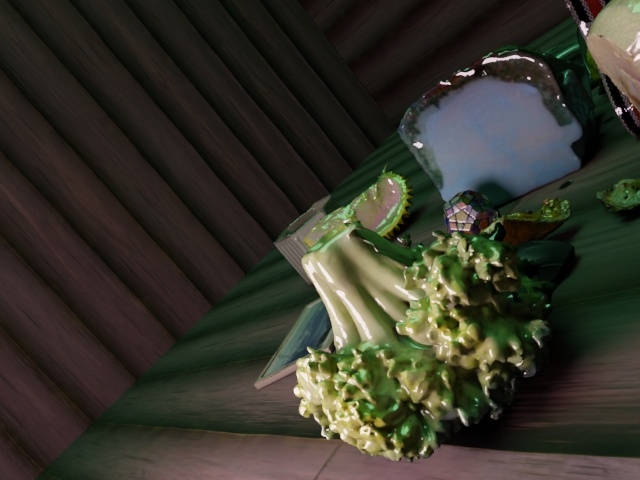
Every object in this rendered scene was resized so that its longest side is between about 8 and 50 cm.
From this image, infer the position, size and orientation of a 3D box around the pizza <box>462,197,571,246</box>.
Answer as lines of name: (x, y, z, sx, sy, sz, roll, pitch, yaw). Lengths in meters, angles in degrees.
pizza: (0.282, 0.012, 0.987, 0.271, 0.134, 0.056, -40, 53, 28)

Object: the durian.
durian: (0.127, -0.058, 1.709, 0.352, 0.169, 0.158, -39, 9, -3)

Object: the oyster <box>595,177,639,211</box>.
oyster: (0.464, -0.069, 0.902, 0.086, 0.029, 0.132, -28, 10, 26)

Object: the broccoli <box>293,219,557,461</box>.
broccoli: (0.102, 0.096, 0.760, 0.348, 0.281, 0.293, -37, 10, 10)

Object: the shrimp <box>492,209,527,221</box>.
shrimp: (0.357, -0.022, 1.106, 0.091, 0.034, 0.161, -24, 20, 16)

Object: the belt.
belt: (0.533, -0.368, 1.090, 0.094, 0.359, 0.126, -26, -5, 32)

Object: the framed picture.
framed picture: (-0.008, 0.208, 1.451, 0.247, 0.022, 0.335, -33, 12, 34)

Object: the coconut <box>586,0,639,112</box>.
coconut: (0.542, -0.280, 0.816, 0.254, 0.297, 0.297, -37, 10, 18)

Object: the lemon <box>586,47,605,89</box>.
lemon: (0.642, -0.387, 1.197, 0.231, 0.192, 0.192, -43, 10, -26)

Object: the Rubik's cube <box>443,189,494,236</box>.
Rubik's cube: (0.304, -0.050, 1.228, 0.111, 0.093, 0.111, -38, 8, 6)

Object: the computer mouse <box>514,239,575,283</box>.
computer mouse: (0.292, 0.050, 0.910, 0.192, 0.062, 0.106, -33, 11, 27)

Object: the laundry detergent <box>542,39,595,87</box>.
laundry detergent: (0.671, -0.482, 1.743, 0.264, 0.124, 0.398, -37, 9, 23)

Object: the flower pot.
flower pot: (0.000, 0.000, 1.879, 0.239, 0.189, 0.209, -41, 10, -2)

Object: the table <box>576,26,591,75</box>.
table: (0.707, -0.464, 1.337, 0.220, 0.126, 0.126, -18, 16, 18)

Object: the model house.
model house: (0.423, -0.291, 1.324, 0.360, 0.297, 0.339, -31, 10, 46)

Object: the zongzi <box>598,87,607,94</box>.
zongzi: (0.689, -0.372, 1.400, 0.083, 0.067, 0.073, -58, -1, 22)
